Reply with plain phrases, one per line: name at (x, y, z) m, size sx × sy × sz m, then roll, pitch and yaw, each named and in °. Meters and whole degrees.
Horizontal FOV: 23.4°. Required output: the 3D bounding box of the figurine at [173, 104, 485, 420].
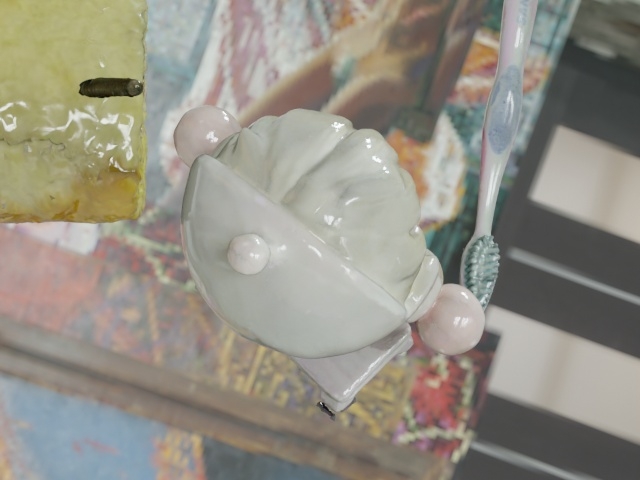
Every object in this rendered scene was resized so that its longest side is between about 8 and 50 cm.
figurine at (-0.011, 0.002, 0.830) m, size 0.182 × 0.144 × 0.257 m, roll 64°, pitch 0°, yaw 17°

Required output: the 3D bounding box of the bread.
bread at (-0.319, -0.124, 1.195) m, size 0.375 × 0.237 × 0.165 m, roll 3°, pitch -22°, yaw -3°

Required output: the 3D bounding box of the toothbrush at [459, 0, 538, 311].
toothbrush at (0.105, -0.089, 0.863) m, size 0.021 × 0.269 × 0.027 m, roll 10°, pitch -8°, yaw -15°

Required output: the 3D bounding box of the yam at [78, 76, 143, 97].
yam at (-0.138, -0.101, 1.021) m, size 0.014 × 0.014 × 0.107 m, roll 20°, pitch -5°, yaw -27°
